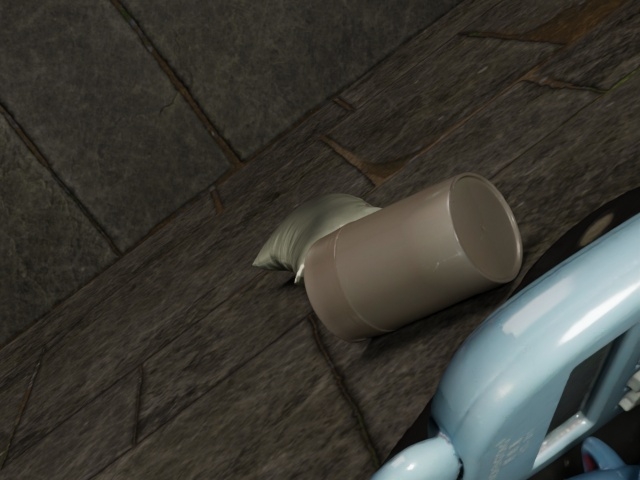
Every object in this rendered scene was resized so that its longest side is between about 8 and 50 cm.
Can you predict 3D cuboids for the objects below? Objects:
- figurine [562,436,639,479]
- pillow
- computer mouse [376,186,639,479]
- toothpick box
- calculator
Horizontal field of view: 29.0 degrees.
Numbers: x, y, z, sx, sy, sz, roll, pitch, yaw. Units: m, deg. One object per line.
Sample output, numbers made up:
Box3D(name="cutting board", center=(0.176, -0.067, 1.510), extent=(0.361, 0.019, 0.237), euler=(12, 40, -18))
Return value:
Box3D(name="figurine", center=(0.130, 0.166, 0.514), extent=(0.144, 0.114, 0.178), euler=(-37, 21, -11))
Box3D(name="pillow", center=(-0.001, 0.001, 1.494), extent=(0.144, 0.078, 0.254), euler=(-39, 13, -8))
Box3D(name="computer mouse", center=(0.148, 0.088, 0.731), extent=(0.269, 0.100, 0.170), euler=(-49, 4, -18))
Box3D(name="toothpick box", center=(0.082, 0.018, 1.139), extent=(0.180, 0.111, 0.111), euler=(-26, 17, 38))
Box3D(name="calculator", center=(0.136, 0.041, 0.555), extent=(0.302, 0.042, 0.188), euler=(-30, -23, -13))
